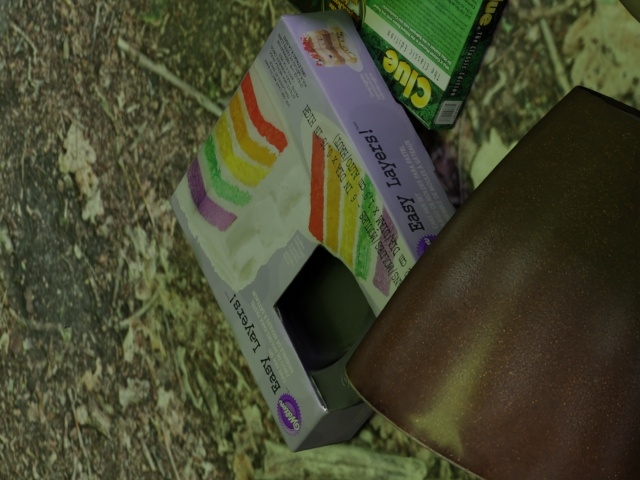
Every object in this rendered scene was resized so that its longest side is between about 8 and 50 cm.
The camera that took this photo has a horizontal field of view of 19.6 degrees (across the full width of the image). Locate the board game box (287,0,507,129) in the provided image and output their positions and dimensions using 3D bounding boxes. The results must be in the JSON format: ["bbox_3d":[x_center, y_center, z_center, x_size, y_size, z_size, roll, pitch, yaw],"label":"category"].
[{"bbox_3d":[0.040,-0.209,1.416,0.260,0.030,0.136,46,124,37],"label":"board game box"}]

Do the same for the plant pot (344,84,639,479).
[{"bbox_3d":[0.161,0.027,1.180,0.215,0.215,0.230,35,104,43],"label":"plant pot"}]

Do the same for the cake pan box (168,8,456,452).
[{"bbox_3d":[0.000,0.000,1.430,0.267,0.070,0.246,63,143,23],"label":"cake pan box"}]

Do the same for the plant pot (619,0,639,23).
[{"bbox_3d":[0.261,-0.191,1.006,0.191,0.284,0.284,82,163,-64],"label":"plant pot"}]
